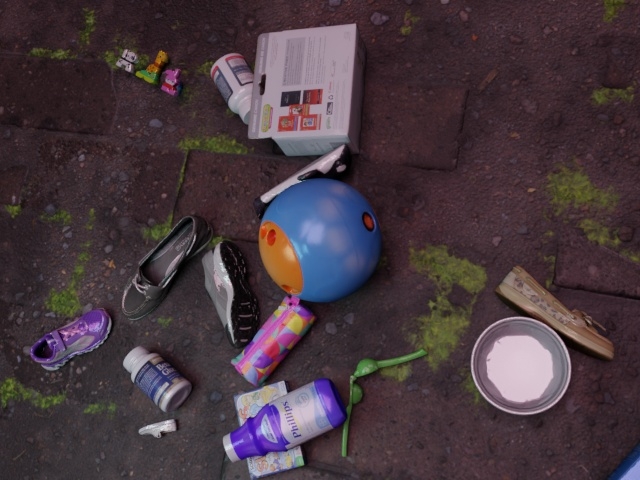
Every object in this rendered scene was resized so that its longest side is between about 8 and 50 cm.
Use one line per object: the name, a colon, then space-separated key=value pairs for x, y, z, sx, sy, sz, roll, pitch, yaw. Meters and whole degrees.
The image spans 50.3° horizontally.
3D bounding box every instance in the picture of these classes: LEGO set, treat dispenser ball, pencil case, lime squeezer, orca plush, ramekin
LEGO set: x=-0.461 y=-0.492 z=1.947 sx=0.227 sy=0.087 sz=0.093 roll=30 pitch=100 yaw=20
treat dispenser ball: x=0.000 y=0.000 z=1.585 sx=0.288 sy=0.288 sz=0.288 roll=-4 pitch=75 yaw=14
pencil case: x=-0.113 y=0.238 z=1.654 sx=0.104 sy=0.104 sz=0.236 roll=37 pitch=88 yaw=21
lime squeezer: x=0.110 y=0.349 z=1.597 sx=0.110 sy=0.059 sz=0.310 roll=39 pitch=87 yaw=-12
orca plush: x=-0.031 y=-0.127 z=1.730 sx=0.287 sy=0.151 sz=0.102 roll=-33 pitch=101 yaw=2
ramekin: x=0.435 y=0.277 z=1.489 sx=0.207 sy=0.109 sz=0.207 roll=-4 pitch=74 yaw=15

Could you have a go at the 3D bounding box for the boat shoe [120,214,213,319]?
boat shoe: x=-0.420 y=0.062 z=1.785 sx=0.112 sy=0.095 sz=0.335 roll=41 pitch=89 yaw=21

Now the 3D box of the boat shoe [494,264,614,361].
boat shoe: x=0.523 y=0.159 z=1.498 sx=0.285 sy=0.104 sz=0.089 roll=35 pitch=83 yaw=23

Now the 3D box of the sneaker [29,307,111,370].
sneaker: x=-0.663 y=0.259 z=1.795 sx=0.236 sy=0.104 sz=0.095 roll=-33 pitch=68 yaw=3

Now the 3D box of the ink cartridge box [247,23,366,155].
ink cartridge box: x=-0.032 y=-0.388 z=1.782 sx=0.271 sy=0.130 sz=0.310 roll=1 pitch=76 yaw=17

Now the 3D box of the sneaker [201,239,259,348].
sneaker: x=-0.233 y=0.142 z=1.725 sx=0.108 sy=0.100 sz=0.272 roll=-25 pitch=72 yaw=33

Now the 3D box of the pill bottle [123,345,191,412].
pill bottle: x=-0.412 y=0.342 z=1.709 sx=0.169 sy=0.094 sz=0.094 roll=36 pitch=87 yaw=20

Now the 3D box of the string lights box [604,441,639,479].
string lights box: x=0.642 y=0.472 z=1.366 sx=0.260 sy=0.133 sz=0.077 roll=-47 pitch=69 yaw=0

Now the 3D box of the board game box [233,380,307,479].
board game box: x=-0.121 y=0.452 z=1.631 sx=0.136 sy=0.035 sz=0.201 roll=-19 pitch=71 yaw=9

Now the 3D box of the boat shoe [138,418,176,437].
boat shoe: x=-0.406 y=0.476 z=1.705 sx=0.100 sy=0.035 sz=0.035 roll=-16 pitch=69 yaw=4

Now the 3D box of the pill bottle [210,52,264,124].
pill bottle: x=-0.214 y=-0.407 z=1.848 sx=0.108 sy=0.108 sz=0.180 roll=-32 pitch=70 yaw=5

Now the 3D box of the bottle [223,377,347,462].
bottle: x=-0.084 y=0.419 z=1.561 sx=0.282 sy=0.092 sz=0.118 roll=-25 pitch=72 yaw=4
